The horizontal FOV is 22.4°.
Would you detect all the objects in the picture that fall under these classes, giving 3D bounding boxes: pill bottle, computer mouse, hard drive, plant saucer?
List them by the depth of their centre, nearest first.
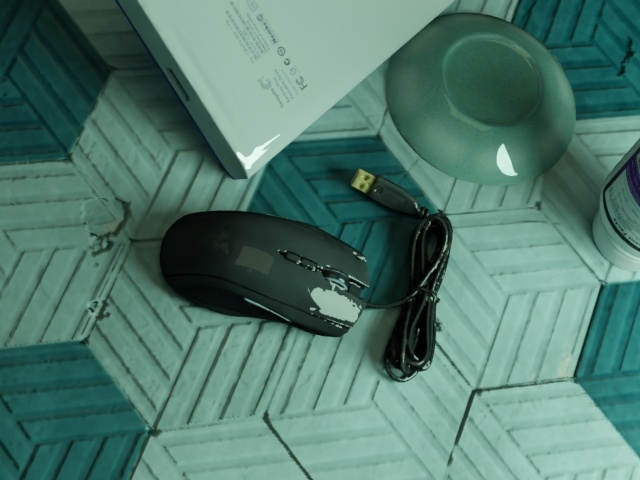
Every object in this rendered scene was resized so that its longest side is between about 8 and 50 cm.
[{"bbox_3d":[0.000,0.000,1.443,0.262,0.060,0.184,21,63,-4],"label":"computer mouse"},{"bbox_3d":[0.318,-0.045,1.468,0.108,0.193,0.108,5,65,-12],"label":"pill bottle"},{"bbox_3d":[-0.020,-0.234,1.507,0.319,0.040,0.210,-43,112,-27],"label":"hard drive"},{"bbox_3d":[0.161,-0.147,1.566,0.195,0.037,0.195,6,63,-11],"label":"plant saucer"}]
